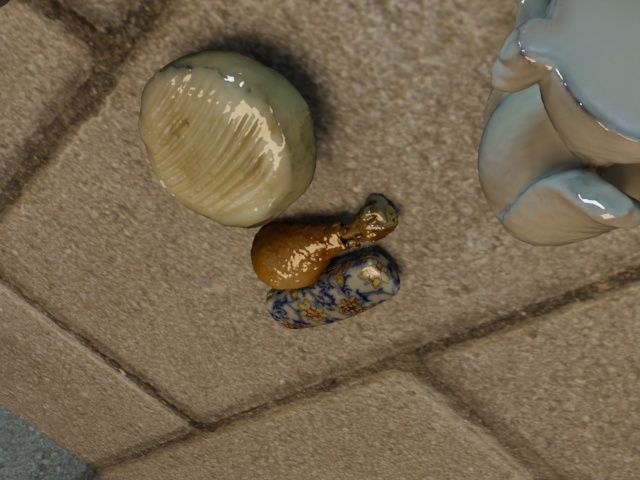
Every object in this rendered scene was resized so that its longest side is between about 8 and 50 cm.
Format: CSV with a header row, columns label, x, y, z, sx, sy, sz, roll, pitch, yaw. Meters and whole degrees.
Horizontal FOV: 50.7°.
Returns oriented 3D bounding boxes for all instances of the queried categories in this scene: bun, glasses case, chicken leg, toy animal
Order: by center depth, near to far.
label,x,y,z,sx,sy,sz,roll,pitch,yaw
toy animal,0.245,-0.112,0.672,0.206,0.271,0.265,-5,160,-7
bun,-0.105,-0.131,0.855,0.239,0.141,0.239,17,130,21
chicken leg,-0.001,0.002,0.981,0.251,0.087,0.107,-23,112,33
glasses case,0.014,0.083,1.061,0.248,0.065,0.087,-22,118,38

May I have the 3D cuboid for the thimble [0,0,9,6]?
label,x,y,z,sx,sy,sz,roll,pitch,yaw
thimble,-0.460,-0.346,0.821,0.118,0.127,0.151,-5,124,28
